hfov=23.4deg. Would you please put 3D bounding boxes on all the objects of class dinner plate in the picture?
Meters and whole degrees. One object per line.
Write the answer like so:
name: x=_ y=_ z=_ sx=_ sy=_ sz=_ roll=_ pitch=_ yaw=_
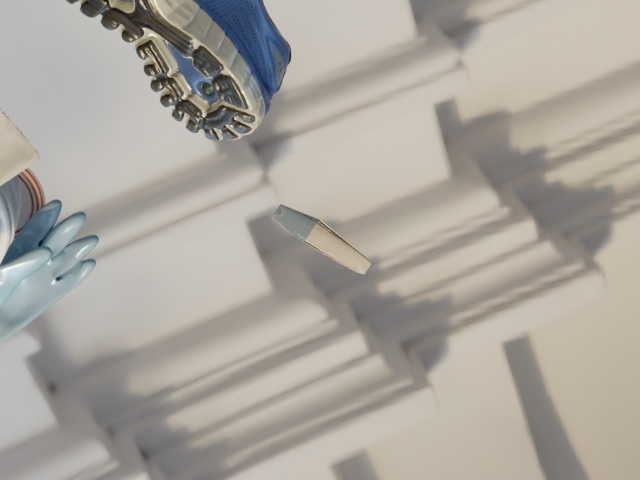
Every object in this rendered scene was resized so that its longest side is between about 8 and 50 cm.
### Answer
dinner plate: x=-0.473 y=-0.059 z=2.281 sx=0.017 sy=0.141 sz=0.141 roll=-25 pitch=-156 yaw=50

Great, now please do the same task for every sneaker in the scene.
sneaker: x=-0.147 y=-0.255 z=1.438 sx=0.130 sy=0.330 sz=0.147 roll=-19 pitch=-155 yaw=42

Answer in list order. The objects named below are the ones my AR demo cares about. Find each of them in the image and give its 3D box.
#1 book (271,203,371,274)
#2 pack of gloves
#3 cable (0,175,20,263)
book: x=0.000 y=0.000 z=2.012 sx=0.035 sy=0.096 sz=0.144 roll=-56 pitch=-157 yaw=-3
pack of gloves: x=-0.326 y=0.013 z=1.370 sx=0.232 sy=0.195 sz=0.046 roll=-39 pitch=-162 yaw=-3
cable: x=-0.420 y=-0.056 z=1.543 sx=0.257 sy=0.257 sz=0.089 roll=-9 pitch=-141 yaw=27
